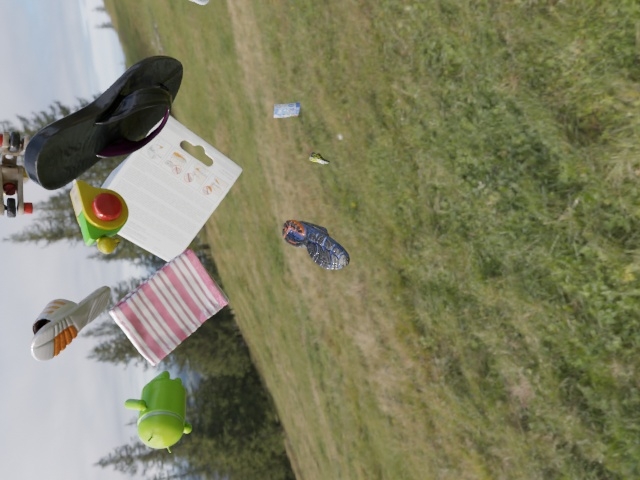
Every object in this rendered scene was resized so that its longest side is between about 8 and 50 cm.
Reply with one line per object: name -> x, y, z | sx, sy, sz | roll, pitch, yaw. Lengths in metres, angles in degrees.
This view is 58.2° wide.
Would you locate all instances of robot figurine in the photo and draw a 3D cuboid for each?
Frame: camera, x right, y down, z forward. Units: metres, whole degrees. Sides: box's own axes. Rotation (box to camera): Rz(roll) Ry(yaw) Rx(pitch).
robot figurine -> -0.231, 0.250, 0.840 | 0.101, 0.067, 0.115 | 44, -159, -36

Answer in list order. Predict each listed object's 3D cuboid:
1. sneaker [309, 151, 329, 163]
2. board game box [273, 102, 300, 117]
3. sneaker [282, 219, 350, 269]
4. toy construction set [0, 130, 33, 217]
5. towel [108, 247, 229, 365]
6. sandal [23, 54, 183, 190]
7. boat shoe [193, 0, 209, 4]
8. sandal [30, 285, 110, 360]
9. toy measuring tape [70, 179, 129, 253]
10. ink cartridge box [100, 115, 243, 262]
sneaker -> -0.001, -0.319, 2.228 | 0.031, 0.083, 0.035 | 179, 103, -70
board game box -> -0.120, -0.462, 2.042 | 0.090, 0.089, 0.020 | 130, 134, -80
sneaker -> 0.000, 0.000, 1.495 | 0.221, 0.087, 0.083 | 36, 124, 35
toy construction set -> -0.881, -0.233, 1.704 | 0.237, 0.308, 0.258 | 39, 146, 53
towel -> -0.288, 0.128, 1.114 | 0.029, 0.197, 0.144 | 8, 135, 58
sandal -> -0.425, -0.246, 1.246 | 0.107, 0.446, 0.168 | 27, 143, 13
boat shoe -> -0.412, -0.734, 1.600 | 0.083, 0.226, 0.075 | -57, 30, -7
sandal -> -0.564, 0.169, 1.266 | 0.265, 0.076, 0.102 | -57, -11, -66
toy measuring tape -> -0.550, -0.124, 1.415 | 0.121, 0.121, 0.330 | 126, 125, -69
ink cartridge box -> -0.475, -0.159, 1.772 | 0.385, 0.308, 0.091 | -53, 31, 3
